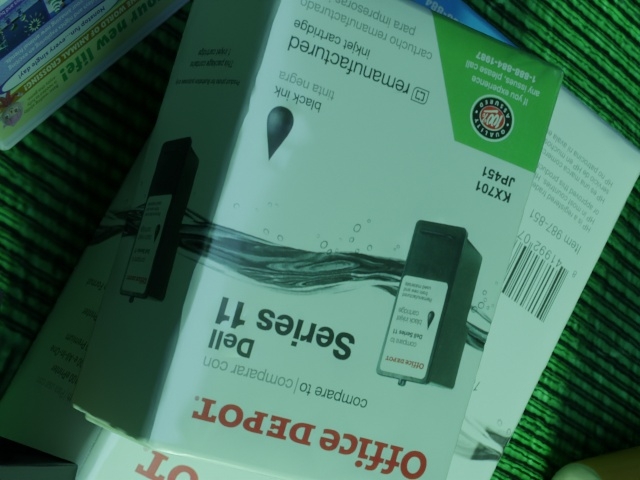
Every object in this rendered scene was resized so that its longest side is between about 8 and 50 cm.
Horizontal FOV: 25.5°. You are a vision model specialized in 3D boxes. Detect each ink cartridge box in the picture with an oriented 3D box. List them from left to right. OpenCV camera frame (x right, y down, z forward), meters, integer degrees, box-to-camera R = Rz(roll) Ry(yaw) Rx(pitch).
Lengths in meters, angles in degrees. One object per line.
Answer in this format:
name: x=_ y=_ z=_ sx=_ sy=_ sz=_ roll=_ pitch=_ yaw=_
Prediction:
ink cartridge box: x=0.000 y=0.000 z=0.617 sx=0.153 sy=0.087 sz=0.208 roll=18 pitch=87 yaw=-30
ink cartridge box: x=0.003 y=0.029 z=0.751 sx=0.223 sy=0.129 sz=0.307 roll=34 pitch=78 yaw=-31

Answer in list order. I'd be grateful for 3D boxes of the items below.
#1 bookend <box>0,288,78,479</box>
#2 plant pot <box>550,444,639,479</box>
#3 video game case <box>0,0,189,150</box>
bookend: x=-0.175 y=0.081 z=0.618 sx=0.072 sy=0.157 sz=0.156 roll=16 pitch=88 yaw=-61
plant pot: x=0.249 y=0.206 z=0.915 sx=0.188 sy=0.205 sz=0.205 roll=3 pitch=95 yaw=-18
video game case: x=-0.105 y=-0.171 z=0.661 sx=0.212 sy=0.023 sz=0.193 roll=-44 pitch=148 yaw=-21
